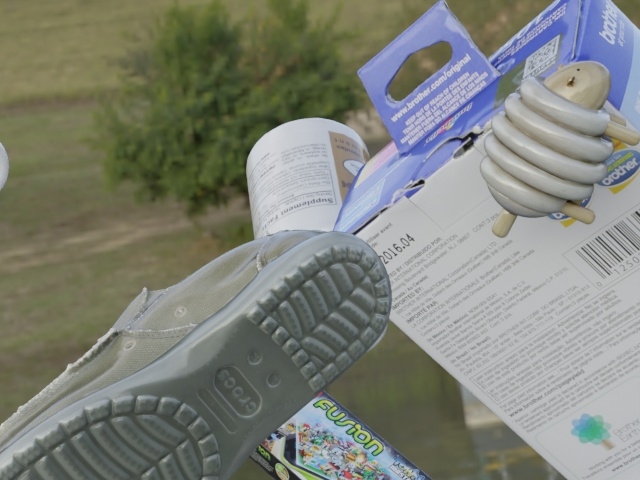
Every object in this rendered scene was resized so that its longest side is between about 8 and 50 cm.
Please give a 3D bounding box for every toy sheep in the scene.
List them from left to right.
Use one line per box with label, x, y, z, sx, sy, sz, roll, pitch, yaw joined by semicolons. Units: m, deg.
toy sheep;0.149;-0.057;0.877;0.091;0.132;0.091;23;16;-7

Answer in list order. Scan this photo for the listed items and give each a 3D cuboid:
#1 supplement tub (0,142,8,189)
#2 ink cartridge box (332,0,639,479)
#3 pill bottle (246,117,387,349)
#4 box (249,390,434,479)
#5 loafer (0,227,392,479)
supplement tub;-0.358;-0.076;1.308;0.071;0.071;0.107;-10;16;-41
ink cartridge box;0.194;-0.007;1.051;0.270;0.395;0.151;-38;18;34
pill bottle;0.000;0.000;1.343;0.131;0.229;0.131;-5;-41;-5
box;0.015;0.238;1.441;0.207;0.036;0.114;36;45;30
loafer;-0.078;0.080;0.693;0.251;0.094;0.087;-34;26;-11
